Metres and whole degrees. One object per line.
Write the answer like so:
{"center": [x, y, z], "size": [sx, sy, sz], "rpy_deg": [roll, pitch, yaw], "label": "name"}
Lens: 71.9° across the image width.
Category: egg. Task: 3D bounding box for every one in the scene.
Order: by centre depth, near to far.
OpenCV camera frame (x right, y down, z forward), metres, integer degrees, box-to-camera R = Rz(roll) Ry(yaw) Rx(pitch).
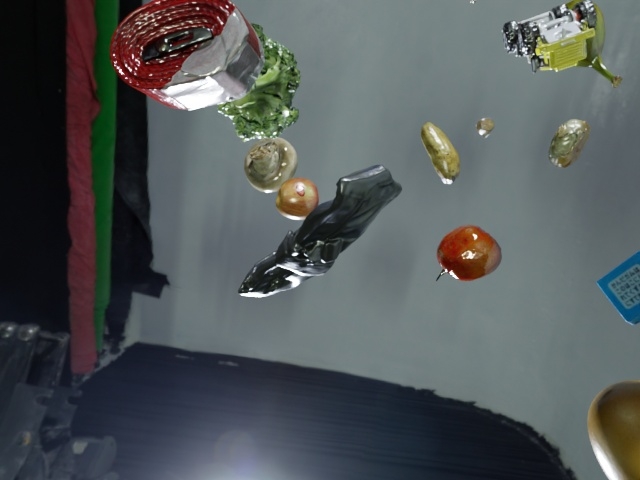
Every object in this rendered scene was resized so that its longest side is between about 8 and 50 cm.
{"center": [0.781, 0.480, 0.989], "size": [0.351, 0.282, 0.283], "rpy_deg": [-126, 41, -55], "label": "egg"}

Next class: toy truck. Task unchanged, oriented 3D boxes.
{"center": [0.464, -0.417, 0.917], "size": [0.286, 0.136, 0.111], "rpy_deg": [-72, -35, -61], "label": "toy truck"}

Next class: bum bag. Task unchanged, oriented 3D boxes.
{"center": [0.000, 0.000, 0.611], "size": [0.310, 0.136, 0.074], "rpy_deg": [-42, 71, 42], "label": "bum bag"}

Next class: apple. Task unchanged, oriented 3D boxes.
{"center": [-0.079, -0.137, 1.467], "size": [0.146, 0.130, 0.147], "rpy_deg": [178, 90, -71], "label": "apple"}

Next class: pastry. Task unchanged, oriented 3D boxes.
{"center": [0.766, -0.299, 1.364], "size": [0.153, 0.081, 0.154], "rpy_deg": [-35, -39, -35], "label": "pastry"}

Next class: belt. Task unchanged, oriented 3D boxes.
{"center": [-0.184, -0.269, 0.646], "size": [0.124, 0.200, 0.128], "rpy_deg": [0, -99, -80], "label": "belt"}

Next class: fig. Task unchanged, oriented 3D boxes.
{"center": [0.709, -0.504, 1.150], "size": [0.259, 0.151, 0.151], "rpy_deg": [56, 158, 20], "label": "fig"}

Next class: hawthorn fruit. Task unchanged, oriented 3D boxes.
{"center": [0.621, 0.082, 1.913], "size": [0.300, 0.254, 0.254], "rpy_deg": [-48, 11, 10], "label": "hawthorn fruit"}

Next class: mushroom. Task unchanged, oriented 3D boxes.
{"center": [-0.200, -0.303, 1.737], "size": [0.178, 0.226, 0.227], "rpy_deg": [45, -130, -70], "label": "mushroom"}

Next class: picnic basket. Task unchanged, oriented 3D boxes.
{"center": [0.689, -0.475, 1.863], "size": [0.083, 0.071, 0.072], "rpy_deg": [102, 176, -79], "label": "picnic basket"}

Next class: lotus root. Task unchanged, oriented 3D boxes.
{"center": [0.453, -0.336, 1.657], "size": [0.110, 0.097, 0.259], "rpy_deg": [-4, -113, -55], "label": "lotus root"}

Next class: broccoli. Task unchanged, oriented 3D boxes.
{"center": [-0.186, -0.420, 1.212], "size": [0.235, 0.288, 0.260], "rpy_deg": [-26, 16, 51], "label": "broccoli"}

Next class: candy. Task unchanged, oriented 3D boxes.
{"center": [0.672, 0.041, 0.788], "size": [0.157, 0.305, 0.100], "rpy_deg": [109, 143, -51], "label": "candy"}

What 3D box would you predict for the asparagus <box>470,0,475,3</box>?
{"center": [0.390, -0.662, 1.153], "size": [0.248, 0.025, 0.025], "rpy_deg": [-28, -66, -62], "label": "asparagus"}
